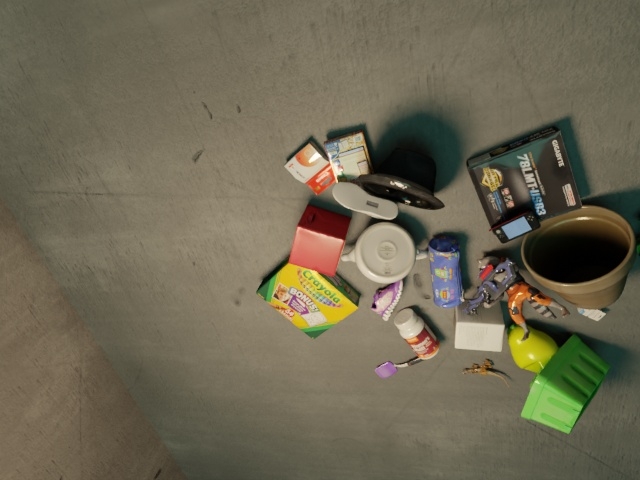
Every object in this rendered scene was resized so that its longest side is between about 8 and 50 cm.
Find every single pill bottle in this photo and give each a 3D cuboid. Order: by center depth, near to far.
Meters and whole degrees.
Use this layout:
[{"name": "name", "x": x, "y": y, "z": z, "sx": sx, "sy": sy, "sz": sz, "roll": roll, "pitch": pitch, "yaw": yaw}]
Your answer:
[{"name": "pill bottle", "x": 0.429, "y": 0.415, "z": 1.809, "sx": 0.121, "sy": 0.121, "sz": 0.221, "roll": -30, "pitch": 110, "yaw": 29}]

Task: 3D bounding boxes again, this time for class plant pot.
[{"name": "plant pot", "x": 0.902, "y": 0.088, "z": 1.390, "sx": 0.323, "sy": 0.323, "sz": 0.280, "roll": -26, "pitch": 128, "yaw": 27}]

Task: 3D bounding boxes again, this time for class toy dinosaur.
[{"name": "toy dinosaur", "x": 0.772, "y": 0.608, "z": 1.886, "sx": 0.211, "sy": 0.064, "sz": 0.112, "roll": 7, "pitch": 142, "yaw": 22}]

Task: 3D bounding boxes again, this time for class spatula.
[{"name": "spatula", "x": 0.410, "y": 0.609, "z": 1.992, "sx": 0.296, "sy": 0.030, "sz": 0.084, "roll": -30, "pitch": 111, "yaw": 28}]

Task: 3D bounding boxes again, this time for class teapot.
[{"name": "teapot", "x": 0.253, "y": 0.055, "z": 1.597, "sx": 0.256, "sy": 0.187, "sz": 0.252, "roll": 43, "pitch": 84, "yaw": 9}]

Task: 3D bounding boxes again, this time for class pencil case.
[{"name": "pencil case", "x": 0.503, "y": 0.132, "z": 1.610, "sx": 0.133, "sy": 0.119, "sz": 0.306, "roll": 15, "pitch": 130, "yaw": 42}]

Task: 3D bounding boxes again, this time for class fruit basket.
[{"name": "fruit basket", "x": 0.914, "y": 0.520, "z": 1.654, "sx": 0.391, "sy": 0.392, "sz": 0.283, "roll": 6, "pitch": 122, "yaw": 11}]

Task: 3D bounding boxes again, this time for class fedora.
[{"name": "fedora", "x": 0.292, "y": -0.218, "z": 1.380, "sx": 0.333, "sy": 0.334, "sz": 0.153, "roll": 19, "pitch": 91, "yaw": 3}]

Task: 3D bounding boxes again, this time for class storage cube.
[{"name": "storage cube", "x": 0.000, "y": 0.000, "z": 1.627, "sx": 0.193, "sy": 0.184, "sz": 0.215, "roll": 16, "pitch": 124, "yaw": 3}]

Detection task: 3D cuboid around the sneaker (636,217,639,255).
[{"name": "sneaker", "x": 1.160, "y": 0.046, "z": 1.391, "sx": 0.146, "sy": 0.134, "sz": 0.344, "roll": -7, "pitch": 111, "yaw": 27}]

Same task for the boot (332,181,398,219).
[{"name": "boot", "x": 0.158, "y": -0.137, "z": 1.522, "sx": 0.258, "sy": 0.123, "sz": 0.095, "roll": 23, "pitch": 84, "yaw": -5}]

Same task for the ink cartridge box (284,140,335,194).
[{"name": "ink cartridge box", "x": -0.029, "y": -0.268, "z": 1.550, "sx": 0.145, "sy": 0.045, "sz": 0.179, "roll": -35, "pitch": 105, "yaw": 31}]

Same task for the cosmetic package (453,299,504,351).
[{"name": "cosmetic package", "x": 0.654, "y": 0.350, "z": 1.689, "sx": 0.183, "sy": 0.151, "sz": 0.152, "roll": 2, "pitch": 123, "yaw": 15}]

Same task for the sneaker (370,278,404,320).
[{"name": "sneaker", "x": 0.287, "y": 0.244, "z": 1.763, "sx": 0.104, "sy": 0.095, "sz": 0.237, "roll": 25, "pitch": 126, "yaw": 8}]

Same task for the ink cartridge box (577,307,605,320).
[{"name": "ink cartridge box", "x": 1.072, "y": 0.279, "z": 1.606, "sx": 0.083, "sy": 0.028, "sz": 0.048, "roll": 25, "pitch": 125, "yaw": -1}]

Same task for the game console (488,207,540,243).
[{"name": "game console", "x": 0.670, "y": -0.042, "z": 1.397, "sx": 0.144, "sy": 0.085, "sz": 0.124, "roll": -30, "pitch": 112, "yaw": 30}]

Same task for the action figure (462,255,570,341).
[{"name": "action figure", "x": 0.706, "y": 0.205, "z": 1.535, "sx": 0.330, "sy": 0.178, "sz": 0.341, "roll": 56, "pitch": 147, "yaw": 21}]

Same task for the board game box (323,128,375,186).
[{"name": "board game box", "x": 0.110, "y": -0.288, "z": 1.486, "sx": 0.146, "sy": 0.045, "sz": 0.194, "roll": -14, "pitch": 117, "yaw": 13}]

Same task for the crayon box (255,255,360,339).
[{"name": "crayon box", "x": -0.056, "y": 0.243, "z": 1.841, "sx": 0.363, "sy": 0.106, "sz": 0.313, "roll": 41, "pitch": 123, "yaw": -12}]

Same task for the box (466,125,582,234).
[{"name": "box", "x": 0.692, "y": -0.193, "z": 1.387, "sx": 0.293, "sy": 0.073, "sz": 0.296, "roll": -19, "pitch": 116, "yaw": 26}]
